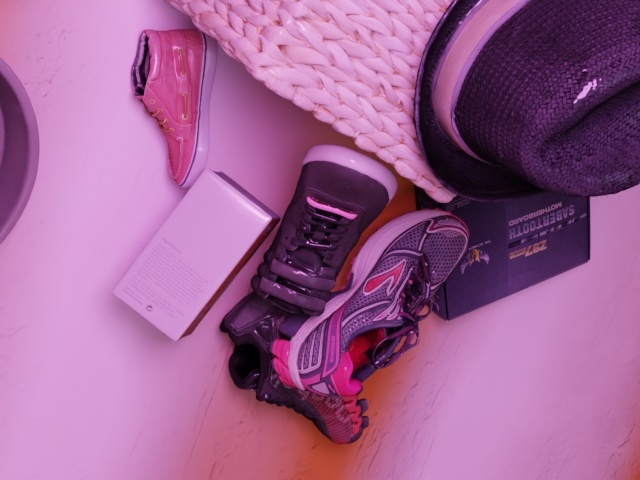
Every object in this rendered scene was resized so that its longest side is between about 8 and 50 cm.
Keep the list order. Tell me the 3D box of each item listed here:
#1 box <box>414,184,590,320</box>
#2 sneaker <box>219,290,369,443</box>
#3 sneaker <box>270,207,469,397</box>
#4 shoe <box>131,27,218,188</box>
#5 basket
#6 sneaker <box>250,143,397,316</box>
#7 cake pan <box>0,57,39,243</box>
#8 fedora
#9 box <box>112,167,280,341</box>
[{"bbox_3d":[0.235,-0.021,1.989,0.232,0.059,0.183,-20,125,-21],"label":"box"},{"bbox_3d":[-0.036,0.159,1.893,0.135,0.097,0.276,-35,126,-12],"label":"sneaker"},{"bbox_3d":[0.080,0.080,1.820,0.299,0.112,0.121,-45,129,-27],"label":"sneaker"},{"bbox_3d":[-0.163,-0.142,1.676,0.081,0.063,0.178,-2,112,-27],"label":"shoe"},{"bbox_3d":[0.048,-0.255,1.574,0.328,0.331,0.266,31,98,-40],"label":"basket"},{"bbox_3d":[0.000,0.000,1.677,0.104,0.296,0.147,23,72,-3],"label":"sneaker"},{"bbox_3d":[-0.425,-0.083,1.545,0.293,0.054,0.293,-15,122,-25],"label":"cake pan"},{"bbox_3d":[0.258,-0.141,1.461,0.334,0.152,0.334,-16,130,-20],"label":"fedora"},{"bbox_3d":[-0.133,0.015,1.716,0.091,0.130,0.170,38,93,2],"label":"box"}]
